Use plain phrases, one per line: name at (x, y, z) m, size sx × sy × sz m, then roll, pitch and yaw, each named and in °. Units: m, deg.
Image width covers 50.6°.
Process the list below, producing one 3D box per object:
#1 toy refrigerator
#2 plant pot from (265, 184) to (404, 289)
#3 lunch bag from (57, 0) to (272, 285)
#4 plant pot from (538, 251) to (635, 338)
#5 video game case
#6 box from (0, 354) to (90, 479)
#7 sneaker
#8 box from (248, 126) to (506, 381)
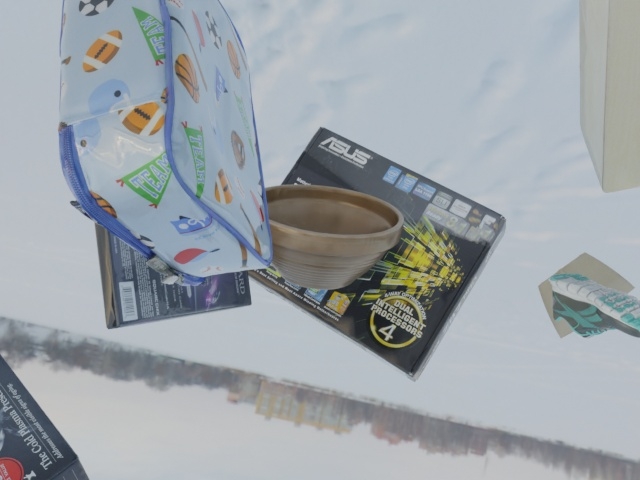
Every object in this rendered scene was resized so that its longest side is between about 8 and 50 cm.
toy refrigerator at (0.258, -0.161, 0.518) m, size 0.102 × 0.094 × 0.269 m, roll -12°, pitch 144°, yaw 14°
plant pot at (0.000, 0.000, 1.011) m, size 0.237 × 0.110 × 0.237 m, roll 6°, pitch -159°, yaw -2°
lunch bag at (-0.132, -0.110, 0.631) m, size 0.114 × 0.304 × 0.243 m, roll -14°, pitch 153°, yaw 12°
plant pot at (0.441, 0.086, 1.155) m, size 0.109 × 0.096 × 0.109 m, roll -29°, pitch 165°, yaw -26°
video game case at (-0.191, 0.006, 0.918) m, size 0.026 × 0.196 × 0.274 m, roll -10°, pitch 176°, yaw 28°
box at (-0.598, 0.378, 1.106) m, size 0.343 × 0.312 × 0.179 m, roll 37°, pitch 146°, yaw 29°
sneaker at (0.378, 0.103, 0.922) m, size 0.064 × 0.076 × 0.166 m, roll -8°, pitch -160°, yaw -21°
box at (0.083, 0.015, 1.223) m, size 0.394 × 0.318 × 0.097 m, roll 30°, pitch 169°, yaw 21°
